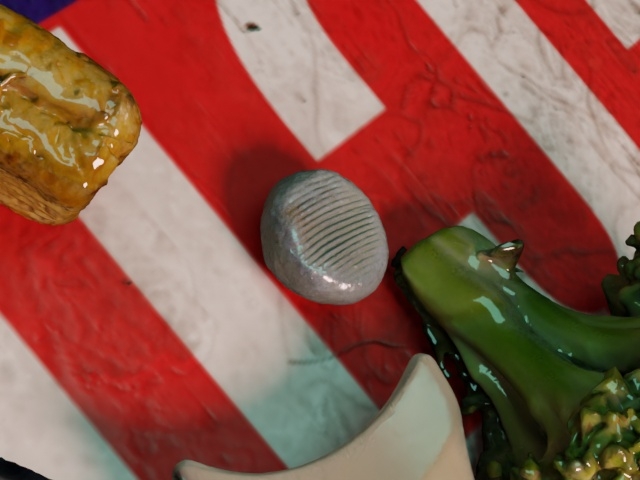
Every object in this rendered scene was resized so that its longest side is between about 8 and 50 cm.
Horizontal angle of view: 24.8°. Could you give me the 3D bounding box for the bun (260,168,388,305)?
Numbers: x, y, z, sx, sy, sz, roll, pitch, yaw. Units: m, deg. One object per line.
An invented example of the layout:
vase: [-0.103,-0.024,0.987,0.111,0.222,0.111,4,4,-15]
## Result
bun: [0.000,0.000,0.834,0.083,0.045,0.083,10,68,-24]

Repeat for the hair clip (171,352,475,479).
hair clip: [0.052,0.219,0.736,0.172,0.113,0.282,-22,67,-33]

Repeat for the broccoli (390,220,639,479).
broccoli: [0.183,0.070,0.810,0.273,0.180,0.242,52,51,1]

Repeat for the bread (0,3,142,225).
bread: [-0.194,-0.088,0.740,0.211,0.114,0.083,30,75,-13]

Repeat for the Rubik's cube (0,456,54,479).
Rubik's cube: [-0.129,0.270,0.451,0.307,0.305,0.310,-20,103,-31]
